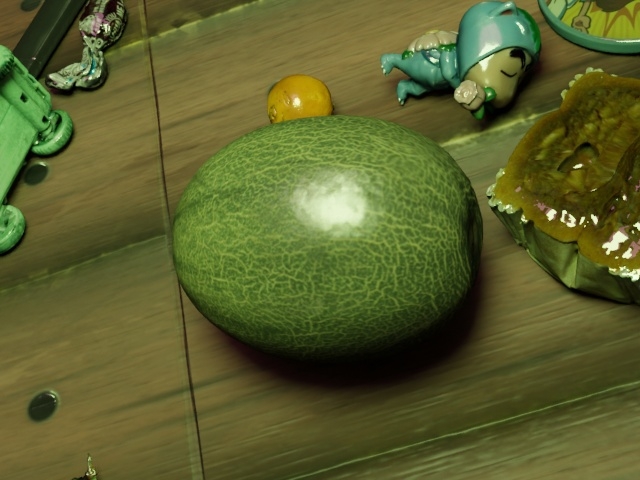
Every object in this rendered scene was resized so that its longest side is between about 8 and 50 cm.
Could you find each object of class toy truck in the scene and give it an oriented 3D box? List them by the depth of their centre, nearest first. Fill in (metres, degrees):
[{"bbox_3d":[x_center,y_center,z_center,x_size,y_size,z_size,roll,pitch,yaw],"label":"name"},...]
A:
[{"bbox_3d":[-0.433,-0.105,1.217,0.156,0.155,0.279,2,59,29],"label":"toy truck"}]

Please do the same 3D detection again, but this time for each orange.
[{"bbox_3d":[-0.023,-0.152,1.156,0.083,0.083,0.084,-8,56,13],"label":"orange"}]

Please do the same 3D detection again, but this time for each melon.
[{"bbox_3d":[0.000,0.000,0.954,0.301,0.237,0.238,-1,58,23],"label":"melon"}]

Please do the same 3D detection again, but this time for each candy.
[{"bbox_3d":[-0.308,-0.293,1.359,0.093,0.051,0.226,2,57,25],"label":"candy"}]

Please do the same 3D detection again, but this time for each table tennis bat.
[{"bbox_3d":[0.415,-0.306,1.143,0.328,0.044,0.215,-4,56,17],"label":"table tennis bat"}]

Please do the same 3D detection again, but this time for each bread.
[{"bbox_3d":[0.288,-0.057,0.977,0.192,0.110,0.210,33,72,33],"label":"bread"}]

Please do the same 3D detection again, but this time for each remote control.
[{"bbox_3d":[-0.390,-0.282,1.393,0.063,0.025,0.245,9,61,27],"label":"remote control"}]

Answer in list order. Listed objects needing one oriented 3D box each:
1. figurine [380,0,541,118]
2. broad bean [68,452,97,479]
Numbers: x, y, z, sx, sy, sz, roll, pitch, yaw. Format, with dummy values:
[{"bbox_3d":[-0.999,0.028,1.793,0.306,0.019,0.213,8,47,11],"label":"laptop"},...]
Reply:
[{"bbox_3d":[0.162,-0.186,1.113,0.178,0.114,0.145,-12,62,24],"label":"figurine"},{"bbox_3d":[-0.327,0.270,1.007,0.226,0.039,0.069,-13,61,8],"label":"broad bean"}]
